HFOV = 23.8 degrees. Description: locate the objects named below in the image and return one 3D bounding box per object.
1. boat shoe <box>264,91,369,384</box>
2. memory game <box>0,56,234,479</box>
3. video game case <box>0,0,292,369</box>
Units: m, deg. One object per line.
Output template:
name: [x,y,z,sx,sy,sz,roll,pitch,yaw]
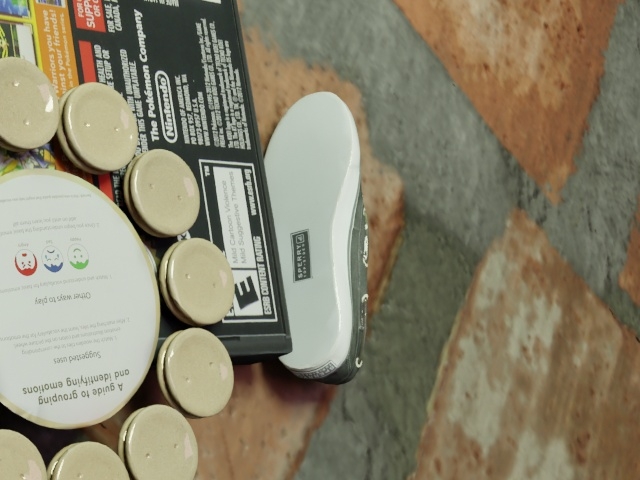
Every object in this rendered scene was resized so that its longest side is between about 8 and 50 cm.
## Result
boat shoe: [0.000,0.000,0.716,0.040,0.049,0.142,39,48,-57]
memory game: [-0.100,0.021,0.567,0.186,0.012,0.186,19,63,-44]
video game case: [-0.127,-0.082,0.612,0.248,0.035,0.275,2,75,-48]
